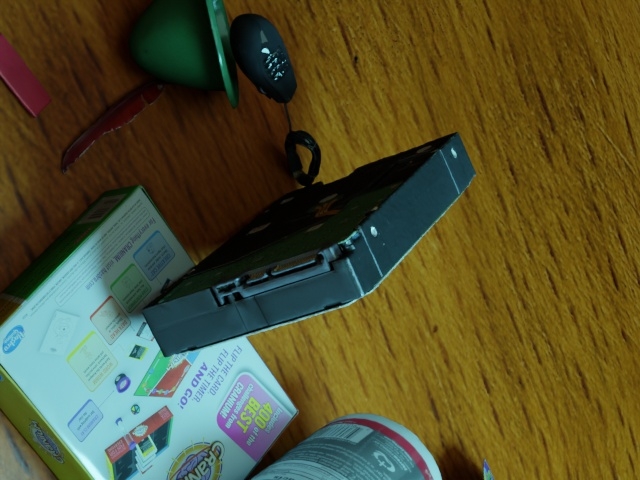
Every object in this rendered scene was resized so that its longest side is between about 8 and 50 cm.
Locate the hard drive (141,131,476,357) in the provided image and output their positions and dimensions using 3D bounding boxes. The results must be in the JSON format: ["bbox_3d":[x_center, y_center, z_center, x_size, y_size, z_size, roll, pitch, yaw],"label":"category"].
[{"bbox_3d":[0.000,0.000,1.352,0.064,0.237,0.339,65,30,-10],"label":"hard drive"}]

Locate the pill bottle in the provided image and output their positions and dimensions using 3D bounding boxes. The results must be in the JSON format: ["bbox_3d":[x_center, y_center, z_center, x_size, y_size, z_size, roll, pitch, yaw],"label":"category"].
[{"bbox_3d":[-0.011,0.309,1.363,0.318,0.176,0.176,-26,104,-58],"label":"pill bottle"}]

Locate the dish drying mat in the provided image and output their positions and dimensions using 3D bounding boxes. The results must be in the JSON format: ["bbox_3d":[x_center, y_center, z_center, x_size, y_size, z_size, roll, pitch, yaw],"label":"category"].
[{"bbox_3d":[-0.297,-0.161,1.307,0.083,0.008,0.032,54,52,-24],"label":"dish drying mat"}]

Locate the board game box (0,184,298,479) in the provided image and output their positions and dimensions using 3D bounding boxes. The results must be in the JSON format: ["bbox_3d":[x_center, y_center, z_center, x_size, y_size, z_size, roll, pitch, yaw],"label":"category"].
[{"bbox_3d":[-0.184,0.142,1.343,0.242,0.064,0.316,-49,118,-35],"label":"board game box"}]

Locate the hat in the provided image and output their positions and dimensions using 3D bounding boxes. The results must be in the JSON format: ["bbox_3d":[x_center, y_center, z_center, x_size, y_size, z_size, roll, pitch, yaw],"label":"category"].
[{"bbox_3d":[-0.190,-0.201,1.399,0.208,0.184,0.173,-97,175,-68],"label":"hat"}]

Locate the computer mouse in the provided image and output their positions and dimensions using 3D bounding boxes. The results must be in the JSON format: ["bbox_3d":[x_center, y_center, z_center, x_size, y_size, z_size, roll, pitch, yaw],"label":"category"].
[{"bbox_3d":[-0.051,-0.145,1.464,0.041,0.071,0.242,-46,137,-27],"label":"computer mouse"}]

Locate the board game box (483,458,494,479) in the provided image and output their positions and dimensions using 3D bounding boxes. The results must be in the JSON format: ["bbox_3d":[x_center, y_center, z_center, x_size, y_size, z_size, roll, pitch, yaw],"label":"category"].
[{"bbox_3d":[0.237,0.351,1.680,0.168,0.033,0.133,63,20,-56],"label":"board game box"}]
